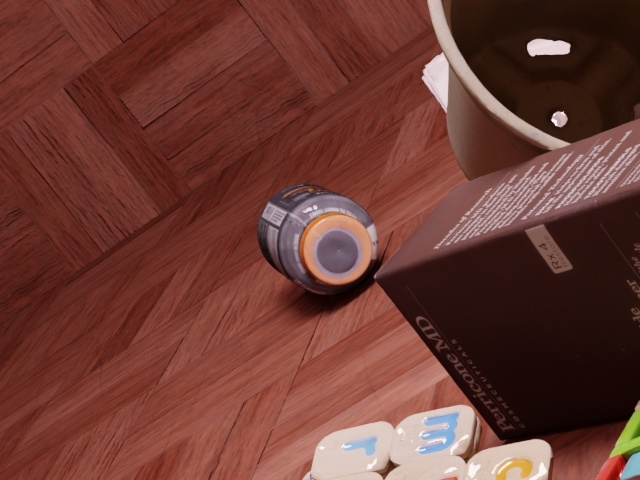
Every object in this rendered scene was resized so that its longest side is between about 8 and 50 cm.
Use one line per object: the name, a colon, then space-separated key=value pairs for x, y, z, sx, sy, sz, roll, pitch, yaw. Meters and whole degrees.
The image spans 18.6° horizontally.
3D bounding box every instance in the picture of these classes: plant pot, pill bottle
plant pot: x=0.244 y=-0.165 z=1.775 sx=0.334 sy=0.334 sz=0.305 roll=-41 pitch=-12 yaw=-16
pill bottle: x=0.000 y=0.000 z=2.493 sx=0.130 sy=0.130 sz=0.245 roll=-39 pitch=12 yaw=-5

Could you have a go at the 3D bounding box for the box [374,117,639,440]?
box: x=0.233 y=0.024 z=1.512 sx=0.143 sy=0.191 sz=0.381 roll=-45 pitch=13 yaw=-30

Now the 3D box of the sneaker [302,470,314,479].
sneaker: x=-0.044 y=0.276 z=1.612 sx=0.270 sy=0.090 sz=0.145 roll=-28 pitch=17 yaw=24

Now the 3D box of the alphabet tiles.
alphabet tiles: x=0.040 y=0.236 z=1.454 sx=0.278 sy=0.021 sz=0.284 roll=-15 pitch=33 yaw=23

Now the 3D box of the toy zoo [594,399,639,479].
toy zoo: x=0.231 y=0.174 z=1.272 sx=0.192 sy=0.030 sz=0.293 roll=-33 pitch=13 yaw=47

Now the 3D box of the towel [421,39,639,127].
towel: x=0.301 y=-0.174 z=2.015 sx=0.332 sy=0.053 sz=0.317 roll=-37 pitch=51 yaw=9
